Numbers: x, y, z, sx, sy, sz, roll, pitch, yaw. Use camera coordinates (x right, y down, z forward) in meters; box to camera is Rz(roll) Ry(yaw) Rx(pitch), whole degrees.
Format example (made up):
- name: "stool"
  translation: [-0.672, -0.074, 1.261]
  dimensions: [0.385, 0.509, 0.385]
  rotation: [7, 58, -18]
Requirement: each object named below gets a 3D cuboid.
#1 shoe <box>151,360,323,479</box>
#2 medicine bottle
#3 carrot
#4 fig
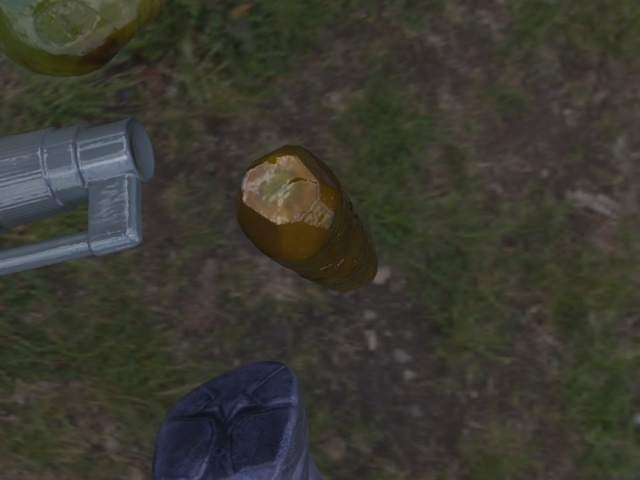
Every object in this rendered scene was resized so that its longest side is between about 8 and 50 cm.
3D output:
- name: "shoe"
  translation: [-0.035, 0.183, 0.822]
  dimensions: [0.095, 0.245, 0.138]
  rotation: [-13, 125, 14]
- name: "medicine bottle"
  translation: [-0.197, -0.013, 0.921]
  dimensions: [0.061, 0.220, 0.092]
  rotation: [50, 32, -55]
- name: "carrot"
  translation: [0.000, 0.000, 1.099]
  dimensions: [0.066, 0.314, 0.066]
  rotation: [-1, 80, 8]
- name: "fig"
  translation: [-0.200, -0.194, 1.361]
  dimensions: [0.153, 0.136, 0.121]
  rotation: [-23, 97, -42]
